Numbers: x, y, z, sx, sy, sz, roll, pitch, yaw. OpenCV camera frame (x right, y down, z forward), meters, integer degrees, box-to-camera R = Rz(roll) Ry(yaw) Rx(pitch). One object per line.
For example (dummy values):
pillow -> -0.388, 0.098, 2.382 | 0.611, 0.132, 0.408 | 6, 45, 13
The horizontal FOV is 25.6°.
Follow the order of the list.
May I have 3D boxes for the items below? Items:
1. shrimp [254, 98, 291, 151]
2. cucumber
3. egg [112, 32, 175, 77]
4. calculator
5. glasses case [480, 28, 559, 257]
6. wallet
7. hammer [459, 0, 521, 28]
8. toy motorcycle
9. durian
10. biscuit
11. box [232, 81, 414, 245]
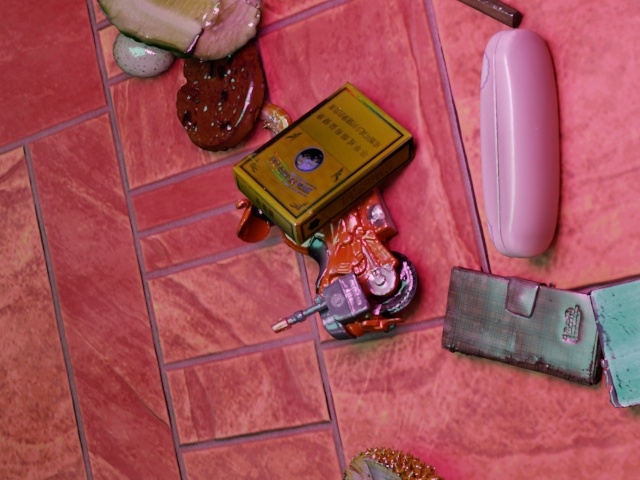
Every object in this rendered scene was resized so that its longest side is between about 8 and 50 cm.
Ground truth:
shrimp -> -0.091, -0.179, 2.159 | 0.127, 0.025, 0.091 | 48, 125, 30
cucumber -> -0.232, -0.353, 2.179 | 0.325, 0.105, 0.145 | 27, 83, 43
egg -> -0.282, -0.303, 2.260 | 0.110, 0.085, 0.085 | 11, 101, 36
calculator -> 0.464, 0.109, 1.729 | 0.262, 0.021, 0.161 | -14, 85, 31
glasses case -> 0.259, -0.125, 1.828 | 0.075, 0.113, 0.296 | 2, 95, 40
wallet -> 0.271, 0.111, 1.884 | 0.230, 0.042, 0.124 | 12, 99, 35
hammer -> 0.121, -0.382, 1.939 | 0.365, 0.111, 0.043 | 32, 78, 25
toy motorcycle -> 0.000, 0.000, 2.034 | 0.221, 0.148, 0.325 | -28, 69, 14
durian -> 0.111, 0.408, 1.978 | 0.193, 0.138, 0.237 | 24, 106, 31
biscuit -> -0.153, -0.230, 2.174 | 0.192, 0.049, 0.192 | -7, 80, 44
box -> 0.005, -0.109, 1.977 | 0.141, 0.220, 0.064 | 44, 163, 27
